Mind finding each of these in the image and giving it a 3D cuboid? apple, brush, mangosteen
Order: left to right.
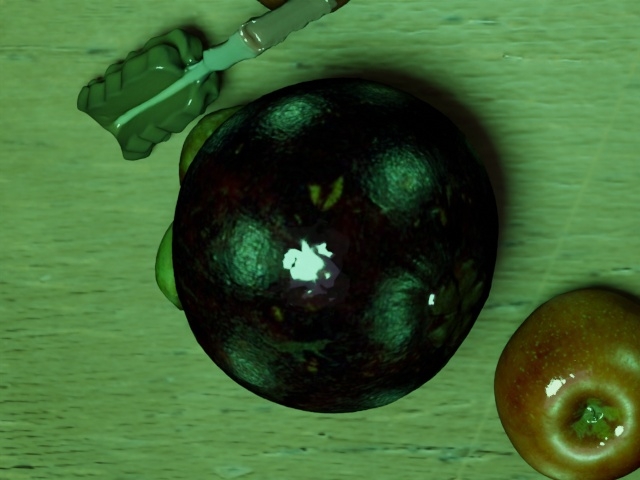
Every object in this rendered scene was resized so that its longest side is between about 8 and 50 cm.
[{"bbox_3d":[-0.090,-0.147,1.182,0.301,0.071,0.084,-24,110,45],"label":"brush"},{"bbox_3d":[0.000,0.000,1.160,0.288,0.288,0.288,4,110,10],"label":"mangosteen"},{"bbox_3d":[0.224,0.126,1.219,0.163,0.139,0.163,4,108,13],"label":"apple"}]

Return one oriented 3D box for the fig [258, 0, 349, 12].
[{"bbox_3d":[-0.026,-0.247,1.152,0.128,0.150,0.128,-9,70,26],"label":"fig"}]
